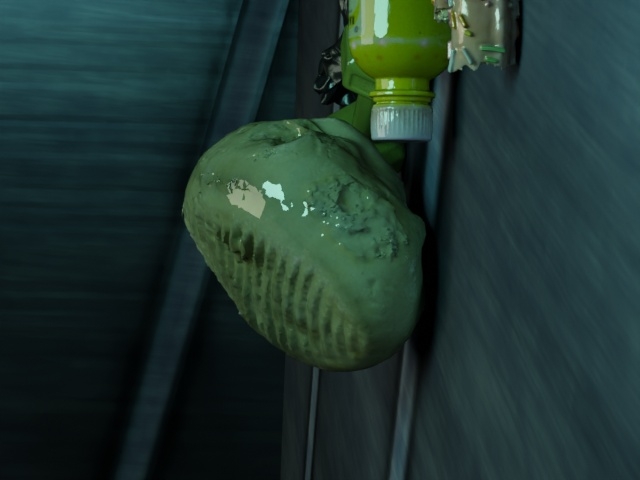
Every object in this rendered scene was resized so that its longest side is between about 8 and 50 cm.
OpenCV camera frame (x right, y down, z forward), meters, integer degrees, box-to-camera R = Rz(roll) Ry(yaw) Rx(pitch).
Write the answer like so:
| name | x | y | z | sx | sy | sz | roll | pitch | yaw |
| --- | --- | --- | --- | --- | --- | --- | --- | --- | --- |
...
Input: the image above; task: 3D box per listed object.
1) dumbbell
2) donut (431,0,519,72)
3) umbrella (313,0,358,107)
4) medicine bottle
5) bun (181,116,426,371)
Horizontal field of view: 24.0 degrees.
| name | x | y | z | sx | sy | sz | roll | pitch | yaw |
| --- | --- | --- | --- | --- | --- | --- | --- | --- | --- |
| dumbbell | 0.068 | -0.174 | 1.908 | 0.108 | 0.121 | 0.302 | -60 | -6 | -24 |
| donut | 0.143 | -0.228 | 1.405 | 0.166 | 0.065 | 0.117 | -107 | 18 | -67 |
| umbrella | 0.062 | -0.291 | 2.036 | 0.110 | 0.122 | 0.272 | 41 | 147 | 18 |
| medicine bottle | 0.089 | -0.215 | 1.641 | 0.122 | 0.122 | 0.212 | -168 | 79 | -84 |
| bun | 0.000 | 0.000 | 1.848 | 0.362 | 0.234 | 0.326 | 24 | 139 | 49 |
